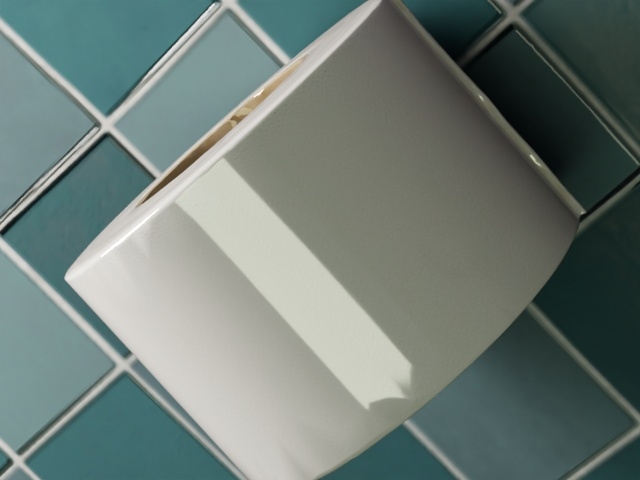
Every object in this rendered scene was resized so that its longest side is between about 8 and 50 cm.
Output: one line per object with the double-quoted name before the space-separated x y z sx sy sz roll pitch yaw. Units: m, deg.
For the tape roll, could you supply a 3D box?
"tape roll" 0.000 0.000 1.060 0.246 0.246 0.169 -38 98 29
